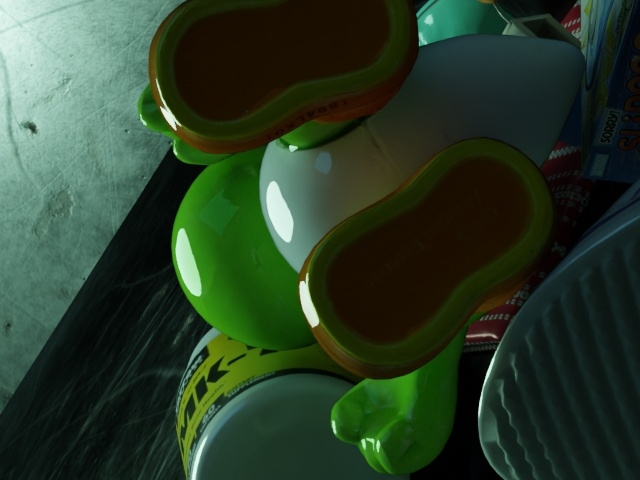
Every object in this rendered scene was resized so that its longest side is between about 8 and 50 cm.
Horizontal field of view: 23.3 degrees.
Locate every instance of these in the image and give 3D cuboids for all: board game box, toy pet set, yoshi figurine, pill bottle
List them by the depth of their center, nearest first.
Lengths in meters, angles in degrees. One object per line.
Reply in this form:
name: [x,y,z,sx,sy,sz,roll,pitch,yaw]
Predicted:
board game box: [0.142,-0.144,0.671,0.136,0.035,0.201,96,-179,-54]
yoshi figurine: [-0.002,-0.006,0.731,0.362,0.203,0.204,36,-112,-85]
toy pet set: [0.133,-0.110,0.802,0.122,0.065,0.114,-17,-35,-47]
pill bottle: [-0.024,0.111,0.911,0.119,0.119,0.208,-58,13,4]

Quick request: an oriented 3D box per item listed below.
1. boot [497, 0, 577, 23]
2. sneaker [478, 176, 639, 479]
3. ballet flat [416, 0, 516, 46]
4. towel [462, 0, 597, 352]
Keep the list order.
boot: [0.168,-0.379,1.033,0.445,0.146,0.367,-55,31,2]
sneaker: [0.170,-0.023,0.582,0.282,0.102,0.161,-50,4,24]
ballet flat: [0.078,-0.100,1.144,0.247,0.083,0.087,-42,45,52]
towel: [0.128,-0.053,0.921,0.275,0.031,0.199,-64,16,-15]
